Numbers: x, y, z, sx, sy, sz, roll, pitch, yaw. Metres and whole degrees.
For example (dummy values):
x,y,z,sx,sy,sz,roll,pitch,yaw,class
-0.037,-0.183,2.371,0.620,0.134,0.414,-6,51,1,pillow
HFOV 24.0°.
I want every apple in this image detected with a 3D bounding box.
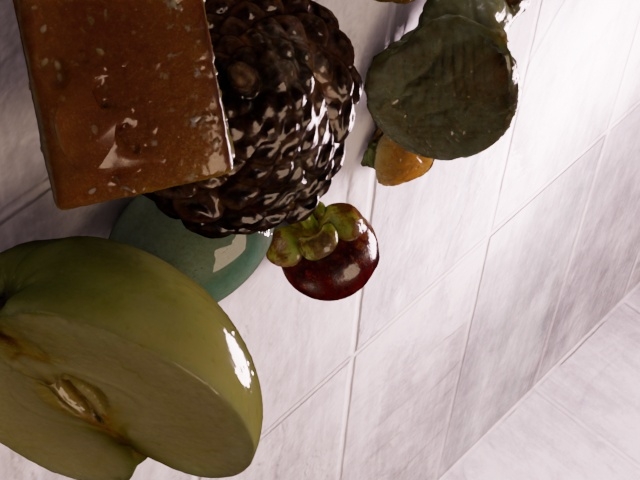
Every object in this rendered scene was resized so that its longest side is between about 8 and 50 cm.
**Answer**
x,y,z,sx,sy,sz,roll,pitch,yaw,class
-0.258,0.147,1.676,0.320,0.311,0.360,-39,129,-1,apple

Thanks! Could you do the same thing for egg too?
x,y,z,sx,sy,sz,roll,pitch,yaw,class
-0.158,-0.003,1.849,0.236,0.169,0.169,-38,158,7,egg

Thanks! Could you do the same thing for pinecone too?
x,y,z,sx,sy,sz,roll,pitch,yaw,class
-0.098,-0.147,1.670,0.298,0.242,0.296,-46,155,-16,pinecone

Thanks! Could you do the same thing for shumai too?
x,y,z,sx,sy,sz,roll,pitch,yaw,class
0.192,-0.259,2.175,0.272,0.222,0.203,-42,-158,37,shumai

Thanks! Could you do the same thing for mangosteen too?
x,y,z,sx,sy,sz,roll,pitch,yaw,class
0.008,0.009,2.213,0.156,0.146,0.181,-43,155,-16,mangosteen

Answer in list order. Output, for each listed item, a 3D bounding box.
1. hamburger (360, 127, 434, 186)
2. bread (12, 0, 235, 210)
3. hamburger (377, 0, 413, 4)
x,y,z,sx,sy,sz,roll,pitch,yaw,class
0.120,-0.135,2.292,0.102,0.087,0.176,-41,157,-29,hamburger
-0.190,-0.162,1.456,0.184,0.234,0.110,-12,-169,-3,bread
0.095,-0.394,1.829,0.211,0.132,0.309,-61,157,13,hamburger
